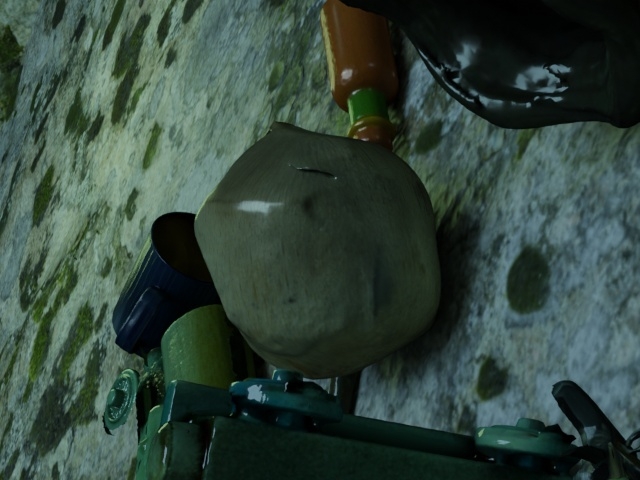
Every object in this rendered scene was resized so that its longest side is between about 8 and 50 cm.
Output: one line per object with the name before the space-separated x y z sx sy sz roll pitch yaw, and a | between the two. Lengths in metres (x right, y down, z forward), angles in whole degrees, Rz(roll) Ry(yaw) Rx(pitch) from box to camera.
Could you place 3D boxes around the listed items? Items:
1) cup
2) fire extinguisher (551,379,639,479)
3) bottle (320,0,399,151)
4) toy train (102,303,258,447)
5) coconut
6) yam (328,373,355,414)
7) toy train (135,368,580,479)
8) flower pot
cup | -0.174 0.057 1.565 0.113 0.150 0.138 54 130 30
fire extinguisher | 0.174 0.228 0.757 0.095 0.114 0.311 -32 43 34
bottle | 0.040 -0.152 1.333 0.069 0.069 0.187 -50 35 42
toy train | -0.132 0.200 1.409 0.189 0.126 0.307 -57 28 32
coconut | 0.000 0.000 1.174 0.224 0.224 0.224 -44 37 48
yam | 0.028 0.057 1.279 0.029 0.027 0.234 95 -176 -73
toy train | 0.027 0.158 0.897 0.194 0.298 0.120 161 121 -70
flower pot | 0.127 -0.221 0.917 0.213 0.302 0.302 -56 22 -12
